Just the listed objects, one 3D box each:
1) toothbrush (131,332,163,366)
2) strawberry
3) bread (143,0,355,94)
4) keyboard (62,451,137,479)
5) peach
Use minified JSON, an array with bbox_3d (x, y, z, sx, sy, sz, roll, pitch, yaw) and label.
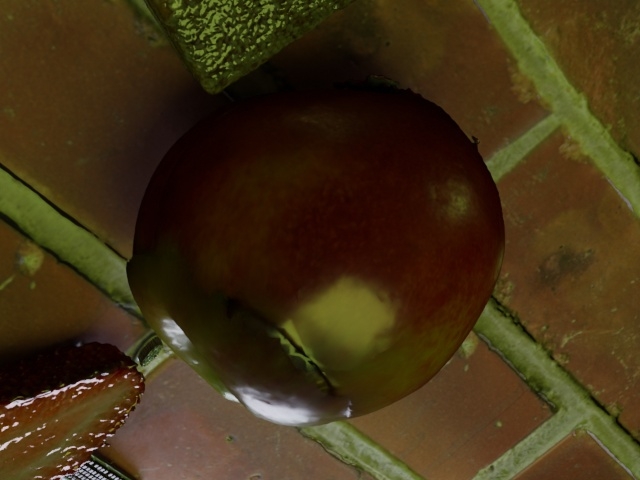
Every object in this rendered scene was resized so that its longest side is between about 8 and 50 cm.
[{"bbox_3d":[-0.268,0.202,1.546,0.018,0.024,0.257,29,111,-40],"label":"toothbrush"},{"bbox_3d":[-0.337,0.205,1.462,0.286,0.106,0.188,-34,140,-15],"label":"strawberry"},{"bbox_3d":[-0.058,-0.271,1.198,0.234,0.110,0.184,-33,131,-1],"label":"bread"},{"bbox_3d":[-0.273,0.289,1.603,0.055,0.017,0.166,-35,142,4],"label":"keyboard"},{"bbox_3d":[0.000,0.000,1.307,0.370,0.370,0.370,-14,132,-16],"label":"peach"}]
